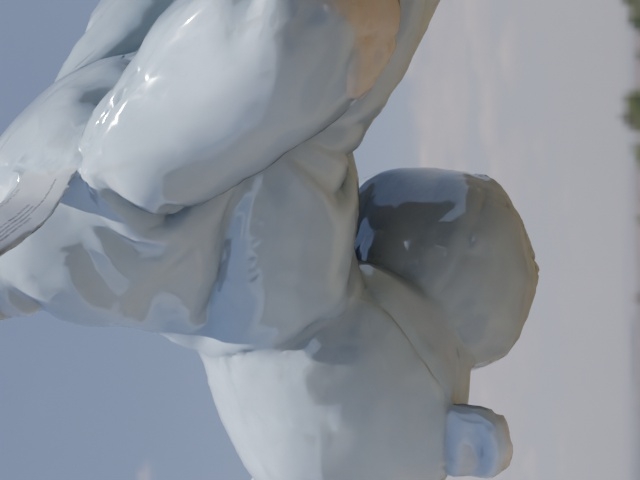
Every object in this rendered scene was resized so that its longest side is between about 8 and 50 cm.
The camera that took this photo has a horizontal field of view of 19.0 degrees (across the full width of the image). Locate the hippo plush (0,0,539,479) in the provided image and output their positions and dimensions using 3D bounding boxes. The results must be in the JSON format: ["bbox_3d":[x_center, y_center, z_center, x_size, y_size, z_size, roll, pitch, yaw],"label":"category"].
[{"bbox_3d":[0.000,0.000,0.776,0.236,0.234,0.294,47,-130,-17],"label":"hippo plush"}]
